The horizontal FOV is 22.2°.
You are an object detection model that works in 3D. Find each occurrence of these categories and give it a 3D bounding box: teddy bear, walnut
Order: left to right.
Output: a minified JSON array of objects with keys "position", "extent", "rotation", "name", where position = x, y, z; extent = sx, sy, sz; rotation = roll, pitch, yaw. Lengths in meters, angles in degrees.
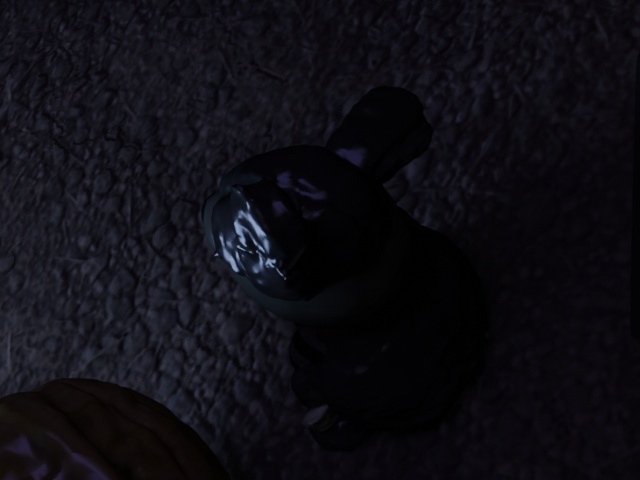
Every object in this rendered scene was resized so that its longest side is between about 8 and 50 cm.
[{"position":[-0.147,0.190,1.032],"extent":[0.213,0.213,0.213],"rotation":[-17,54,26],"name":"walnut"},{"position":[0.012,-0.001,1.017],"extent":[0.144,0.251,0.171],"rotation":[16,59,39],"name":"teddy bear"}]

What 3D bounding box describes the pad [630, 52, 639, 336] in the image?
[{"position":[0.236,-0.056,0.991],"extent":[0.143,0.003,0.211],"rotation":[-34,42,53],"name":"pad"}]
